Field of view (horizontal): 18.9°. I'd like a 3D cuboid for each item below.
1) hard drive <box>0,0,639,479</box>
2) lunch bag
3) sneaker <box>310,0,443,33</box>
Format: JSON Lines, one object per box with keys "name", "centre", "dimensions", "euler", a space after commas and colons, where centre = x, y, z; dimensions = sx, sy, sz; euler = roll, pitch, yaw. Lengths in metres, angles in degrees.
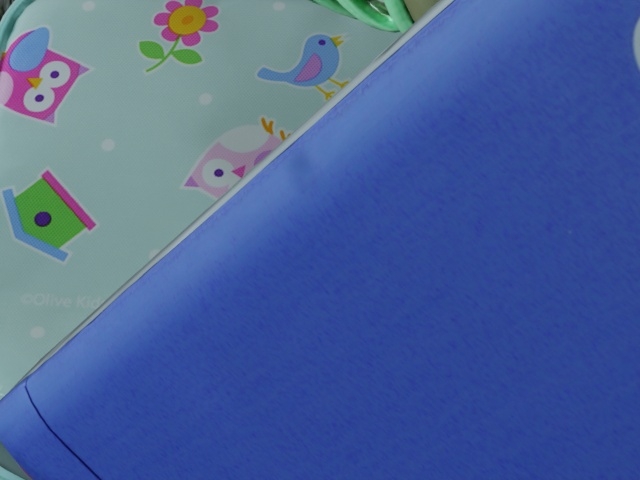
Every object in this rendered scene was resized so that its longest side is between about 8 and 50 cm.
{"name": "hard drive", "centre": [0.058, 0.057, 0.476], "dimensions": [0.040, 0.210, 0.319], "euler": [-49, 7, -39]}
{"name": "lunch bag", "centre": [0.000, 0.000, 0.756], "dimensions": [0.108, 0.279, 0.224], "euler": [93, -178, -61]}
{"name": "sneaker", "centre": [0.035, -0.104, 0.620], "dimensions": [0.410, 0.182, 0.158], "euler": [-45, -55, -73]}
